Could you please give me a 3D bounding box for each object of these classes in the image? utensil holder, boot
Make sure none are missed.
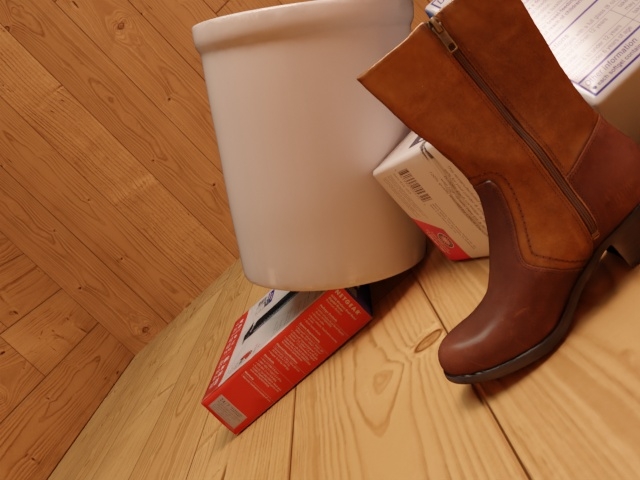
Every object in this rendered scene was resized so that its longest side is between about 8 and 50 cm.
[{"bbox_3d":[-0.001,-0.151,0.968,0.327,0.386,0.327,-8,14,2],"label":"utensil holder"},{"bbox_3d":[0.135,-0.044,0.541,0.264,0.280,0.096,-42,10,13],"label":"boot"}]

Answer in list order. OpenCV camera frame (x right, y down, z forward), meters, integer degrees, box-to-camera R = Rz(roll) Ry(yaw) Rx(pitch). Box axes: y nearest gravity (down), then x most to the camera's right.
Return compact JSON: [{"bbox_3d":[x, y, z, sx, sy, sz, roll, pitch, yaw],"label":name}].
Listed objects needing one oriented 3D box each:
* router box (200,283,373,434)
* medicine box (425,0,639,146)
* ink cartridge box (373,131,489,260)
[{"bbox_3d":[-0.048,0.143,1.112,0.301,0.082,0.335,-42,10,11],"label":"router box"},{"bbox_3d":[0.318,-0.262,0.704,0.263,0.149,0.289,-44,47,6],"label":"medicine box"},{"bbox_3d":[0.194,-0.075,0.755,0.100,0.172,0.237,-47,10,-18],"label":"ink cartridge box"}]
